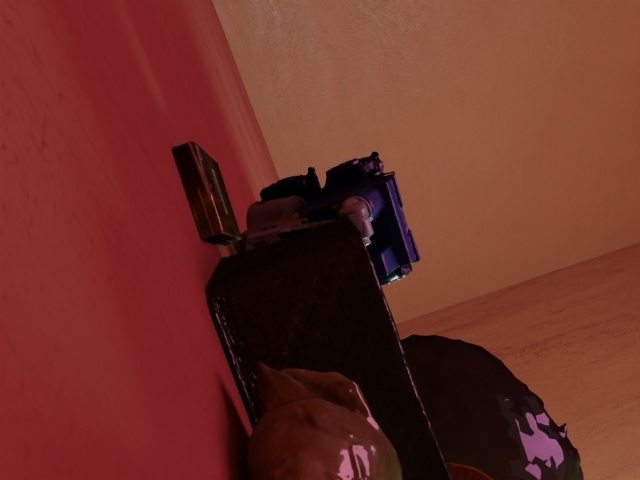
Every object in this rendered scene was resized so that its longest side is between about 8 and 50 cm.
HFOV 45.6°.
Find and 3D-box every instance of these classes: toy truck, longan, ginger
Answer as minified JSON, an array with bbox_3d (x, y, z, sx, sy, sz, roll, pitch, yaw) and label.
[{"bbox_3d":[0.000,0.000,0.896,0.177,0.213,0.161,-35,109,-60],"label":"toy truck"},{"bbox_3d":[0.226,0.373,1.248,0.404,0.404,0.435,-106,180,-77],"label":"longan"},{"bbox_3d":[-0.002,0.197,0.541,0.122,0.115,0.193,-64,147,-58],"label":"ginger"}]

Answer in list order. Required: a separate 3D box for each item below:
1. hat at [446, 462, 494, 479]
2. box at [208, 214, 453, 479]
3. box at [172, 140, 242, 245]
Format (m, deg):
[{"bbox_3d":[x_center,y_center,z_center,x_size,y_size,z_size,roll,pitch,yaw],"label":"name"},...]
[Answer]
[{"bbox_3d":[0.063,0.320,0.825,0.233,0.233,0.244,32,17,-44],"label":"hat"},{"bbox_3d":[0.012,0.130,0.710,0.184,0.143,0.273,-104,174,-82],"label":"box"},{"bbox_3d":[-0.108,-0.042,0.748,0.133,0.023,0.090,53,17,-87],"label":"box"}]
